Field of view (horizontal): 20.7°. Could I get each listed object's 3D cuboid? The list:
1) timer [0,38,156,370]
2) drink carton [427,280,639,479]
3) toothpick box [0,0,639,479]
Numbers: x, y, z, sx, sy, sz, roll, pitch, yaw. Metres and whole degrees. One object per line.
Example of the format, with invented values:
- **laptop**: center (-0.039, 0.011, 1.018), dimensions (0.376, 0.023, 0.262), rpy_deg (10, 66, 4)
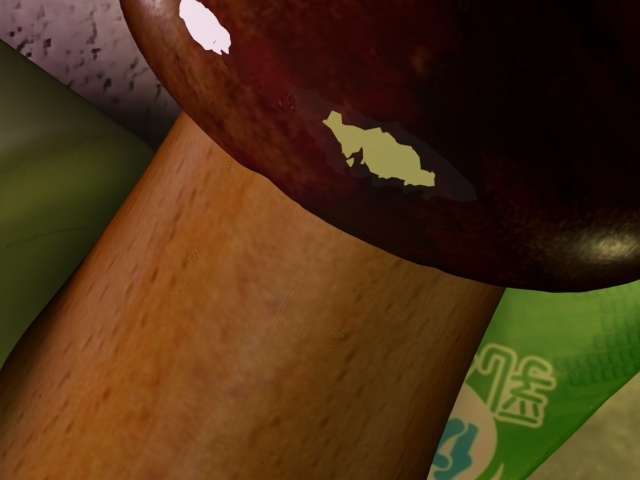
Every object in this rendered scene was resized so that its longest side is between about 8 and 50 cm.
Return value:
- **timer**: center (-0.263, -0.031, 0.683), dimensions (0.315, 0.291, 0.291), rpy_deg (46, 118, 12)
- **drink carton**: center (0.064, -0.005, 0.690), dimensions (0.161, 0.108, 0.271), rpy_deg (38, 118, -6)
- **toothpick box**: center (0.000, 0.000, 0.545), dimensions (0.192, 0.192, 0.294), rpy_deg (27, 124, -3)
